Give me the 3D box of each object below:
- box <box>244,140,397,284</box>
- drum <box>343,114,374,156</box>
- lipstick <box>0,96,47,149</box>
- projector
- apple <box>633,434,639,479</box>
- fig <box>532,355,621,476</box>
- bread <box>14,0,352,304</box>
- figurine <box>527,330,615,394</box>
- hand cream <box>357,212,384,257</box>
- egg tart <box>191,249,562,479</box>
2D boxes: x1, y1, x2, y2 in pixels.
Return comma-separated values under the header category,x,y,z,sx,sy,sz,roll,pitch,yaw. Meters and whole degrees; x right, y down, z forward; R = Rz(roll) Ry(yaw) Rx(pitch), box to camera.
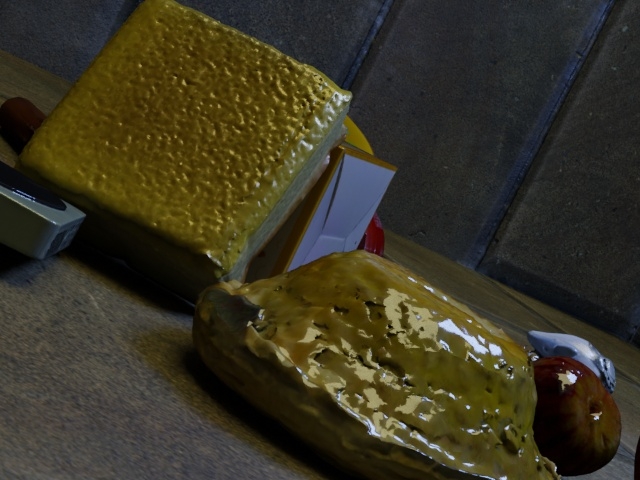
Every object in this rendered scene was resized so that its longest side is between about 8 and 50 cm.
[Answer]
category,x,y,z,sx,sy,sz,roll,pitch,yaw
box,-0.065,-0.048,1.917,0.214,0.259,0.283,26,5,17
drum,-0.122,-0.172,2.398,0.431,0.214,0.431,31,22,-14
lipstick,-0.442,-0.160,2.121,0.077,0.077,0.418,23,6,-30
projector,-0.393,-0.060,1.444,0.259,0.079,0.257,29,2,-5
apple,0.515,0.293,1.718,0.218,0.218,0.201,26,-2,-12
fig,0.279,0.226,1.702,0.202,0.148,0.149,-6,-41,12
bread,-0.174,-0.114,1.679,0.324,0.333,0.143,29,-23,14
figurine,0.363,0.230,2.036,0.128,0.184,0.208,30,38,-60
hand cream,0.000,0.000,2.115,0.193,0.193,0.125,29,5,20
egg tart,0.084,0.134,1.416,0.443,0.178,0.443,28,6,-3
